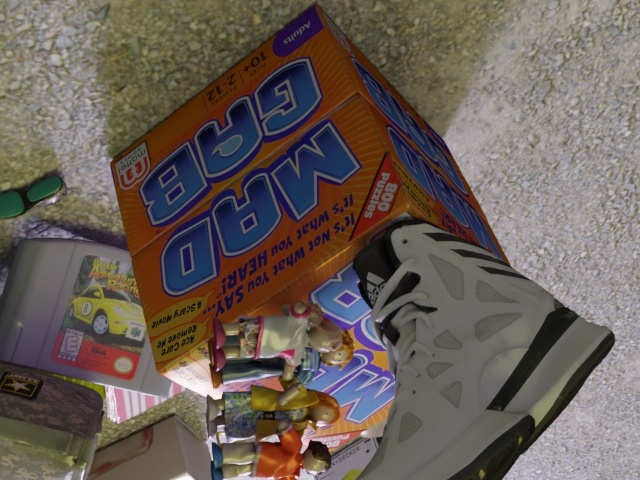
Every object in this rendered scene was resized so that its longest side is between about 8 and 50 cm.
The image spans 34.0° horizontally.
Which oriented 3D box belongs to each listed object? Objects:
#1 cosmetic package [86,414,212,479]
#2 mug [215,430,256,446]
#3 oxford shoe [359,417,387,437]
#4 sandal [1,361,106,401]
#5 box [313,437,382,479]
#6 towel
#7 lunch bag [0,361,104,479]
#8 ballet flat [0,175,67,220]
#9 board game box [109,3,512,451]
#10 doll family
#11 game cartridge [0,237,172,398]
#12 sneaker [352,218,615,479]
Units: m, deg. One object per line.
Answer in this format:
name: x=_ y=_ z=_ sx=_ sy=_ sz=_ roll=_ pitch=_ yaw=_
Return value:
cosmetic package: x=-0.352 y=0.457 z=1.915 sx=0.296 sy=0.129 sz=0.153 roll=-25 pitch=141 yaw=5
mug: x=-0.151 y=0.379 z=1.966 sx=0.078 sy=0.064 sz=0.062 roll=-18 pitch=142 yaw=-3
oxford shoe: x=0.231 y=0.335 z=2.033 sx=0.348 sy=0.130 sz=0.123 roll=-14 pitch=140 yaw=-9
sandal: x=-0.431 y=0.207 z=1.621 sx=0.138 sy=0.126 sz=0.317 roll=5 pitch=149 yaw=16
box: x=0.131 y=0.525 z=2.241 sx=0.169 sy=0.087 sz=0.290 roll=-33 pitch=139 yaw=15
towel: x=-0.266 y=0.216 z=1.727 sx=0.197 sy=0.029 sz=0.144 roll=-25 pitch=146 yaw=-25
lunch bag: x=-0.414 y=0.254 z=1.385 sx=0.235 sy=0.169 sz=0.287 roll=16 pitch=159 yaw=-9
ballet flat: x=-0.388 y=-0.050 z=1.388 sx=0.114 sy=0.041 sz=0.041 roll=-21 pitch=141 yaw=1
board game box: x=0.000 y=0.000 z=1.366 sx=0.356 sy=0.356 sz=0.356 roll=-35 pitch=140 yaw=16
doll family: x=-0.044 y=0.155 z=1.175 sx=0.163 sy=0.118 sz=0.263 roll=-2 pitch=120 yaw=-12
game cartridge: x=-0.314 y=0.105 z=1.499 sx=0.294 sy=0.196 sz=0.060 roll=21 pitch=169 yaw=-40
sneaker: x=0.087 y=0.135 z=1.029 sx=0.447 sy=0.257 sz=0.169 roll=-29 pitch=152 yaw=-48
